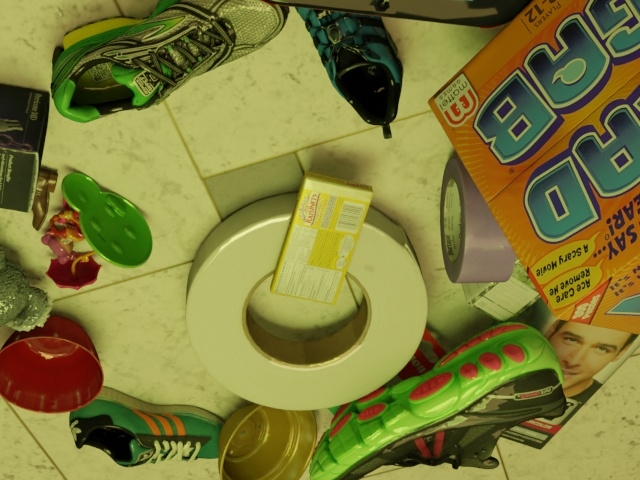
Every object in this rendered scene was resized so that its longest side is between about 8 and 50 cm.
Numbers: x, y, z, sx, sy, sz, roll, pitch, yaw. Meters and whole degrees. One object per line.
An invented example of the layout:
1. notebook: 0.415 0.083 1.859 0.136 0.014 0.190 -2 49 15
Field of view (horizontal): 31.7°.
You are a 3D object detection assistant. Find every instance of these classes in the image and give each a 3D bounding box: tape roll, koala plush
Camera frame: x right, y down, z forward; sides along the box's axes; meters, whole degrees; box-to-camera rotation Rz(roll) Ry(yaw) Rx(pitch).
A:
1. tape roll: -0.022 0.103 1.805 0.392 0.072 0.392 -2 121 -4
2. koala plush: -0.539 0.105 1.728 0.221 0.203 0.196 -29 128 2
3. tape roll: 0.234 -0.030 1.676 0.080 0.189 0.189 -2 131 -6

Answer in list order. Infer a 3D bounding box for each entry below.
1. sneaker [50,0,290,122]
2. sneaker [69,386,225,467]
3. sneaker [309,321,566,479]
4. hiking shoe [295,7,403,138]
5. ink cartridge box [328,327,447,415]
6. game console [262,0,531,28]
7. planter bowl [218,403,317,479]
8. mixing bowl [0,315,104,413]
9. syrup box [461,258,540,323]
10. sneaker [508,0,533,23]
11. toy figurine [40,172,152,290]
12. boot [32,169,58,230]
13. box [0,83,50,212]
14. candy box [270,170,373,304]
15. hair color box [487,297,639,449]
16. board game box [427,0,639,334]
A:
1. sneaker: -0.196 -0.240 1.481 0.343 0.146 0.134 -22 129 12
2. sneaker: -0.301 0.356 1.995 0.302 0.121 0.108 16 127 -20
3. sneaker: 0.186 0.318 1.849 0.483 0.185 0.202 -29 108 23
4. hiking shoe: 0.035 -0.282 1.476 0.113 0.132 0.304 -26 128 16
5. ink cartridge box: 0.109 0.240 1.952 0.224 0.056 0.181 -33 107 24
6. game console: 0.095 -0.436 1.331 0.386 0.060 0.342 4 117 -10
7. planter bowl: -0.116 0.361 2.015 0.217 0.090 0.217 -19 121 -36
8. mixing bowl: -0.445 0.189 1.853 0.181 0.098 0.181 -4 131 -4
9. syrup box: 0.336 0.018 1.789 0.093 0.096 0.237 29 122 -29
10. sneaker: 0.305 -0.380 1.448 0.151 0.094 0.256 21 124 -18
11. toy figurine: -0.368 0.004 1.709 0.159 0.130 0.173 -35 104 33
12. boot: -0.457 -0.071 1.669 0.114 0.037 0.106 13 115 -20
13. box: -0.483 -0.138 1.535 0.207 0.153 0.108 8 129 -14
14. candy box: 0.000 0.000 1.687 0.105 0.027 0.206 13 118 -10
15. hair color box: 0.397 0.185 1.928 0.185 0.114 0.374 19 125 -21
16. board game box: 0.433 -0.125 1.434 0.356 0.356 0.356 -43 147 27
